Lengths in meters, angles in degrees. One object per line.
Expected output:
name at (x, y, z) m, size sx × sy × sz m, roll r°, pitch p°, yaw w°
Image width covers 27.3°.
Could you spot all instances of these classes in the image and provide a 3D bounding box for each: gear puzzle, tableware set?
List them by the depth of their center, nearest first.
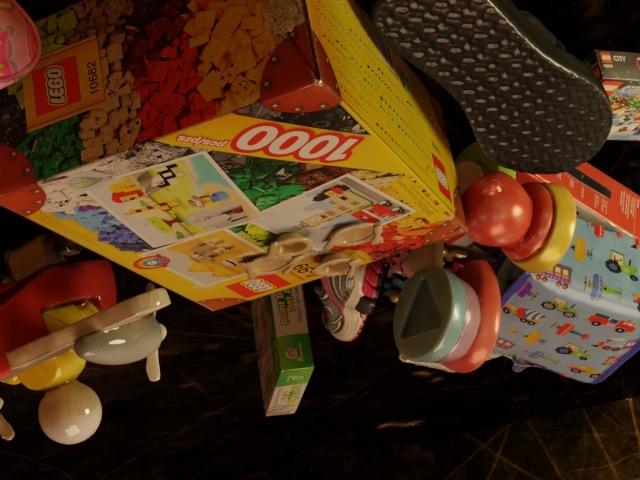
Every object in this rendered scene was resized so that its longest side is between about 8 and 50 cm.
tableware set at (-0.009, 0.016, 1.576) m, size 0.168 × 0.020 × 0.141 m, roll -5°, pitch 159°, yaw -17°
gear puzzle at (0.263, 0.093, 2.019) m, size 0.339 × 0.044 × 0.175 m, roll 14°, pitch 145°, yaw 1°

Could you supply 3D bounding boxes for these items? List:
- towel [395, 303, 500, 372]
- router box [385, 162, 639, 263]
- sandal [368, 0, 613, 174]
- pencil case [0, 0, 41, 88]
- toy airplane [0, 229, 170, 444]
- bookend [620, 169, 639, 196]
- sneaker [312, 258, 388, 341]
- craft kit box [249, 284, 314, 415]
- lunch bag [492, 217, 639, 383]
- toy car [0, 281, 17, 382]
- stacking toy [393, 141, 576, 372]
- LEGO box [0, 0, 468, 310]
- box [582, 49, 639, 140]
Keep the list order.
towel at (0.302, 0.144, 2.466) m, size 0.283 × 0.121 × 0.235 m, roll -25°, pitch 157°, yaw 28°
router box at (0.316, 0.002, 1.986) m, size 0.301 × 0.082 × 0.335 m, roll 29°, pitch 143°, yaw -20°
sandal at (0.215, -0.216, 1.546) m, size 0.167 × 0.107 × 0.446 m, roll -20°, pitch 145°, yaw 26°
pencil case at (-0.409, -0.158, 1.325) m, size 0.284 × 0.124 × 0.124 m, roll -24°, pitch 156°, yaw 36°
toy airplane at (-0.391, 0.166, 1.753) m, size 0.384 × 0.272 × 0.386 m, roll -35°, pitch -165°, yaw -17°
bookend at (0.567, -0.048, 2.040) m, size 0.156 × 0.157 × 0.072 m, roll -24°, pitch 155°, yaw 29°
sneaker at (0.038, 0.076, 2.195) m, size 0.112 × 0.121 × 0.299 m, roll 20°, pitch 157°, yaw 1°
craft kit box at (-0.066, 0.121, 2.042) m, size 0.061 × 0.247 × 0.250 m, roll -8°, pitch 158°, yaw -11°
lunch bag at (0.345, 0.111, 1.912) m, size 0.221 × 0.138 × 0.293 m, roll 18°, pitch 139°, yaw -6°
toy car at (-0.458, 0.118, 2.023) m, size 0.136 × 0.159 × 0.182 m, roll 42°, pitch 134°, yaw -21°
stacking toy at (0.173, 0.001, 1.781) m, size 0.130 × 0.279 × 0.309 m, roll 16°, pitch 116°, yaw -29°
LEGO box at (-0.090, -0.110, 1.512) m, size 0.372 × 0.193 × 0.500 m, roll -18°, pitch 158°, yaw 18°
box at (0.419, -0.189, 1.763) m, size 0.233 × 0.044 × 0.159 m, roll 0°, pitch 157°, yaw -26°
